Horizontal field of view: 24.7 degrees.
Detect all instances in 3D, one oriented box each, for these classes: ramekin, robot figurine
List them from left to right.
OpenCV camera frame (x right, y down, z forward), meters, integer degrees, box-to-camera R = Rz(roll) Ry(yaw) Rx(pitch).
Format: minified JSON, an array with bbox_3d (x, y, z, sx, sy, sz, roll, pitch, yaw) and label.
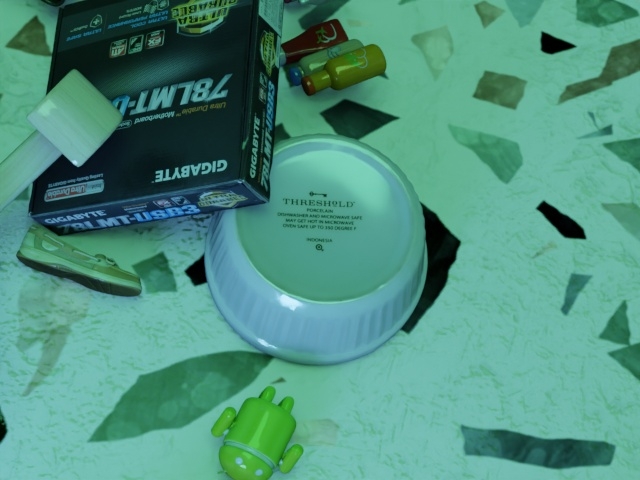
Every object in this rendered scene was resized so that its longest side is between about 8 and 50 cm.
[{"bbox_3d":[-0.070,0.222,1.638,0.101,0.067,0.115,30,67,-6],"label":"robot figurine"},{"bbox_3d":[0.000,0.000,1.708,0.273,0.127,0.273,2,67,-5],"label":"ramekin"}]

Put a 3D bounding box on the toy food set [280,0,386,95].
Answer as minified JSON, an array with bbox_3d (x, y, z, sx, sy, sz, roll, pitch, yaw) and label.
[{"bbox_3d":[-0.018,-0.276,1.832,0.104,0.111,0.232,-22,74,-15],"label":"toy food set"}]

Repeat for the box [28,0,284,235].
[{"bbox_3d":[-0.190,-0.166,1.715,0.295,0.073,0.293,-8,63,27],"label":"box"}]

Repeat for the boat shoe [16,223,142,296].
[{"bbox_3d":[-0.277,0.024,1.709,0.153,0.056,0.048,16,71,9],"label":"boat shoe"}]

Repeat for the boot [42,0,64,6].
[{"bbox_3d":[-0.361,-0.412,1.845,0.246,0.083,0.161,44,50,11],"label":"boot"}]

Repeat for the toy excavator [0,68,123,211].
[{"bbox_3d":[-0.437,0.033,1.568,0.222,0.433,0.445,44,33,-12],"label":"toy excavator"}]
